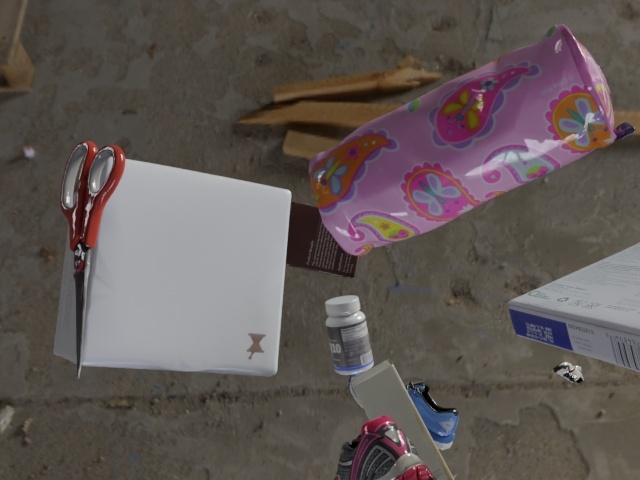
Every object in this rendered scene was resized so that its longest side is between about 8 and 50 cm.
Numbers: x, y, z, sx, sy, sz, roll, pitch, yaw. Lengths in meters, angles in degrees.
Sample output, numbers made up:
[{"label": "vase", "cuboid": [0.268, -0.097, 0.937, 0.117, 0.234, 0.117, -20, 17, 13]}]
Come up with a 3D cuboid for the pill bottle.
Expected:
[{"label": "pill bottle", "cuboid": [0.052, 0.178, 1.306, 0.078, 0.078, 0.137, -12, 96, -6]}]

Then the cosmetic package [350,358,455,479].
[{"label": "cosmetic package", "cuboid": [0.191, 0.447, 1.616, 0.113, 0.160, 0.310, -27, 86, -1]}]

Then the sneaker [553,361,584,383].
[{"label": "sneaker", "cuboid": [0.657, 0.350, 1.810, 0.109, 0.040, 0.044, 15, 46, -31]}]

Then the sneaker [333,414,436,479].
[{"label": "sneaker", "cuboid": [0.065, 0.348, 1.020, 0.120, 0.299, 0.112, -16, 67, -33]}]

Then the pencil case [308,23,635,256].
[{"label": "pencil case", "cuboid": [0.128, -0.087, 0.643, 0.284, 0.124, 0.124, -27, 59, 23]}]

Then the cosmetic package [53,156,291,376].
[{"label": "cosmetic package", "cuboid": [-0.286, 0.068, 1.265, 0.329, 0.393, 0.328, 9, 80, -26]}]

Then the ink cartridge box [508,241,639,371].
[{"label": "ink cartridge box", "cuboid": [0.489, 0.074, 0.948, 0.329, 0.324, 0.072, -20, 99, -17]}]

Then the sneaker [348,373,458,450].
[{"label": "sneaker", "cuboid": [0.233, 0.440, 1.907, 0.329, 0.129, 0.147, 24, 98, 16]}]

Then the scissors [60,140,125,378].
[{"label": "scissors", "cuboid": [-0.296, 0.016, 0.841, 0.108, 0.021, 0.298, -2, 76, 33]}]

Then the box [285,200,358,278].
[{"label": "box", "cuboid": [0.000, 0.000, 1.830, 0.203, 0.167, 0.169, 13, 89, -6]}]
